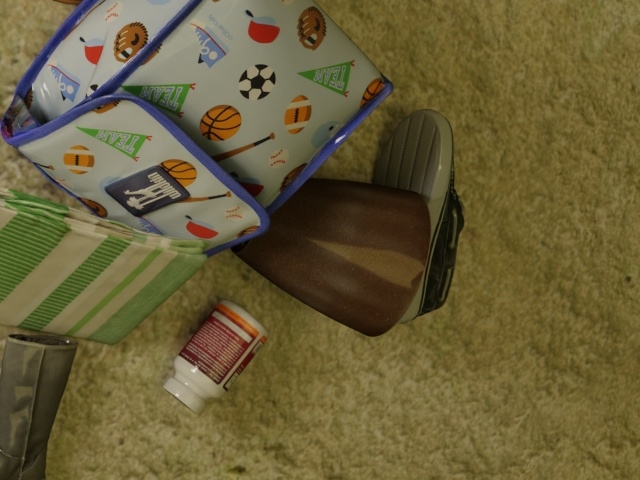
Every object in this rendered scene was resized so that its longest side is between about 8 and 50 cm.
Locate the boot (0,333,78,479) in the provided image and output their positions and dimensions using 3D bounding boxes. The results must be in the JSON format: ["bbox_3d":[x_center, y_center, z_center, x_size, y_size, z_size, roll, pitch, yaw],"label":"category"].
[{"bbox_3d":[-0.407,0.224,1.854,0.189,0.076,0.208,-2,113,-49],"label":"boot"}]

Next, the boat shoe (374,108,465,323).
[{"bbox_3d":[0.152,-0.040,2.146,0.119,0.121,0.335,-13,123,-39],"label":"boat shoe"}]

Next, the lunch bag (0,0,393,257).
[{"bbox_3d":[-0.158,-0.175,1.798,0.385,0.239,0.328,-44,130,4],"label":"lunch bag"}]

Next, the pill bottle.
[{"bbox_3d":[-0.148,0.163,2.007,0.152,0.086,0.086,-52,126,-10],"label":"pill bottle"}]

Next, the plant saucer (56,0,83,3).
[{"bbox_3d":[-0.291,-0.386,1.759,0.200,0.037,0.200,-12,112,-32],"label":"plant saucer"}]

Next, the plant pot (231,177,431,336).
[{"bbox_3d":[0.000,0.000,2.000,0.230,0.215,0.215,18,94,-23],"label":"plant pot"}]

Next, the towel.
[{"bbox_3d":[-0.330,0.036,1.786,0.325,0.038,0.248,15,138,-38],"label":"towel"}]
